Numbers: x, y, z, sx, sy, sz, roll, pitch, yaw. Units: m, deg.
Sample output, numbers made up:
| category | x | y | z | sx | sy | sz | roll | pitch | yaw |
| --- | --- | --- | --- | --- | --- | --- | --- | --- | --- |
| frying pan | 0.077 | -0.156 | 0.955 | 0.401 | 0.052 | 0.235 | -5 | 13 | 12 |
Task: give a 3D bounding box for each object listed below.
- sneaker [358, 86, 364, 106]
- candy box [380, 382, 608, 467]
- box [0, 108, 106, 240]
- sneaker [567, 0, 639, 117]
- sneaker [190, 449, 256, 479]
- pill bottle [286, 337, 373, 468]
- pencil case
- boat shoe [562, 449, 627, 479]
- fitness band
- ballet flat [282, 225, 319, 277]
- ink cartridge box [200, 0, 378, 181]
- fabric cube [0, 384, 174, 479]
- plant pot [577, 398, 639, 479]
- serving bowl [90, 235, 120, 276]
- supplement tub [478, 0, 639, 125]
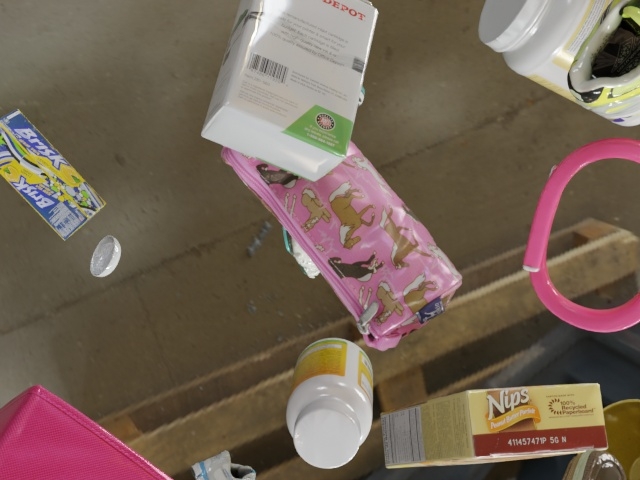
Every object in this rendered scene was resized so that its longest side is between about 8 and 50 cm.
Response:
| category | x | y | z | sx | sy | sz | roll | pitch | yaw |
| --- | --- | --- | --- | --- | --- | --- | --- | --- | --- |
| sneaker | -0.022 | -0.345 | 1.782 | 0.275 | 0.107 | 0.110 | 39 | 64 | -10 |
| candy box | 0.218 | 0.252 | 1.319 | 0.183 | 0.316 | 0.088 | 0 | 75 | -16 |
| box | -0.362 | -0.085 | 1.276 | 0.054 | 0.059 | 0.169 | -37 | 100 | 24 |
| sneaker | 0.456 | -0.301 | 1.211 | 0.147 | 0.145 | 0.385 | -14 | 143 | -54 |
| sneaker | -0.134 | 0.424 | 1.651 | 0.083 | 0.071 | 0.191 | -34 | 122 | -3 |
| pill bottle | 0.016 | 0.262 | 1.588 | 0.136 | 0.246 | 0.136 | 1 | 106 | 3 |
| pencil case | 0.026 | -0.035 | 1.369 | 0.160 | 0.167 | 0.386 | -39 | 85 | 15 |
| boat shoe | 0.181 | 0.250 | 0.736 | 0.068 | 0.072 | 0.190 | 25 | 68 | -28 |
| fitness band | 0.413 | -0.007 | 1.433 | 0.054 | 0.209 | 0.291 | -33 | 138 | -64 |
| ballet flat | 0.000 | 0.000 | 2.057 | 0.147 | 0.409 | 0.147 | 0 | 88 | 1 |
| ink cartridge box | -0.034 | -0.207 | 1.197 | 0.160 | 0.092 | 0.219 | 22 | 64 | -18 |
| fabric cube | -0.208 | 0.306 | 0.677 | 0.259 | 0.254 | 0.258 | 40 | 41 | -17 |
| plant pot | 0.424 | 0.292 | 1.308 | 0.134 | 0.134 | 0.095 | -50 | 125 | -4 |
| serving bowl | -0.407 | 0.034 | 1.892 | 0.027 | 0.083 | 0.083 | 27 | 93 | -37 |
| supplement tub | 0.477 | -0.375 | 1.768 | 0.331 | 0.241 | 0.241 | 24 | 94 | -16 |
